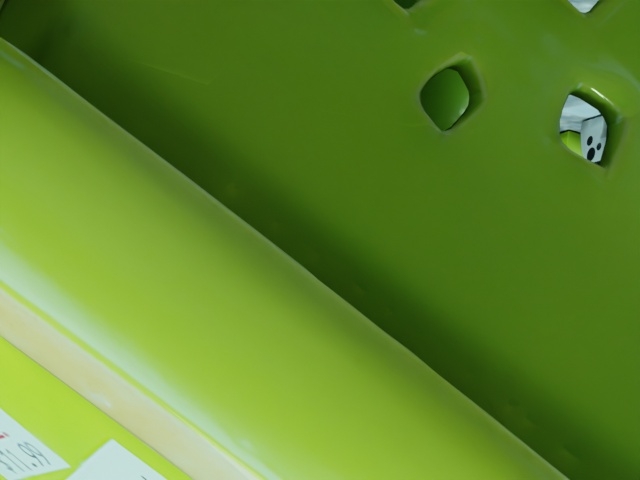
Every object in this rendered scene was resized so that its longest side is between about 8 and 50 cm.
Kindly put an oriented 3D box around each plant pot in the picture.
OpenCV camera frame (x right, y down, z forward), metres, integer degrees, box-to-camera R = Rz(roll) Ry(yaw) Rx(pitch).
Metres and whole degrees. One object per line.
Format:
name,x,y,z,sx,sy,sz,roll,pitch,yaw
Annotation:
plant pot,0.000,0.000,0.497,0.227,0.207,0.228,38,149,-8

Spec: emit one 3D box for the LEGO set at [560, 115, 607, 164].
LEGO set,0.129,0.003,0.975,0.087,0.093,0.227,13,168,-24

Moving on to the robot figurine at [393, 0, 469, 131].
robot figurine,0.038,-0.074,0.646,0.067,0.101,0.115,0,-149,-42
